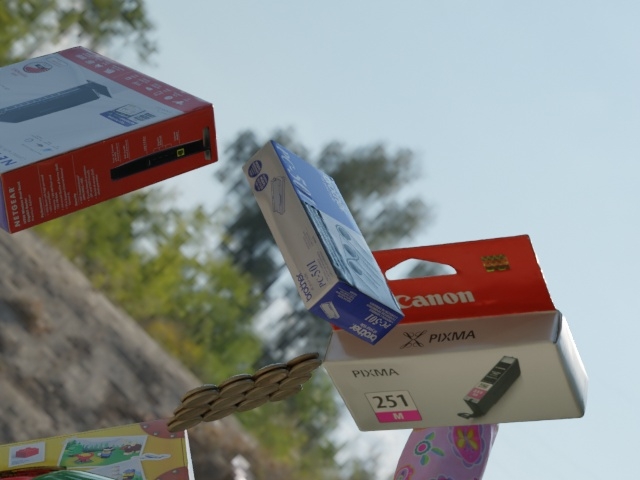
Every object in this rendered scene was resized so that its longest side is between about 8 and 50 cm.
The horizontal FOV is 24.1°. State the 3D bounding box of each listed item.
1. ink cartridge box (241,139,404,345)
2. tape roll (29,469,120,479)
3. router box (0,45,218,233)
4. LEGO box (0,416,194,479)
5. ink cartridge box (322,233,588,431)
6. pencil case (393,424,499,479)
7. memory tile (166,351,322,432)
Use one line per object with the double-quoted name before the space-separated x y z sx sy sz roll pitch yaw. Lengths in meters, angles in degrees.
"ink cartridge box" 0.000 0.000 1.424 0.097 0.046 0.207 30 23 -41
"tape roll" -0.257 0.399 1.524 0.077 0.321 0.321 9 -32 34
"router box" -0.347 -0.139 1.920 0.335 0.301 0.082 27 -51 45
"LEGO box" -0.401 0.476 2.028 0.193 0.500 0.372 -108 -170 -62
"ink cartridge box" 0.132 0.109 1.646 0.275 0.060 0.239 -7 -46 24
"pencil case" 0.162 0.312 2.059 0.124 0.284 0.124 15 -40 13
"memory tile" -0.076 0.149 1.473 0.012 0.148 0.113 68 -23 18
